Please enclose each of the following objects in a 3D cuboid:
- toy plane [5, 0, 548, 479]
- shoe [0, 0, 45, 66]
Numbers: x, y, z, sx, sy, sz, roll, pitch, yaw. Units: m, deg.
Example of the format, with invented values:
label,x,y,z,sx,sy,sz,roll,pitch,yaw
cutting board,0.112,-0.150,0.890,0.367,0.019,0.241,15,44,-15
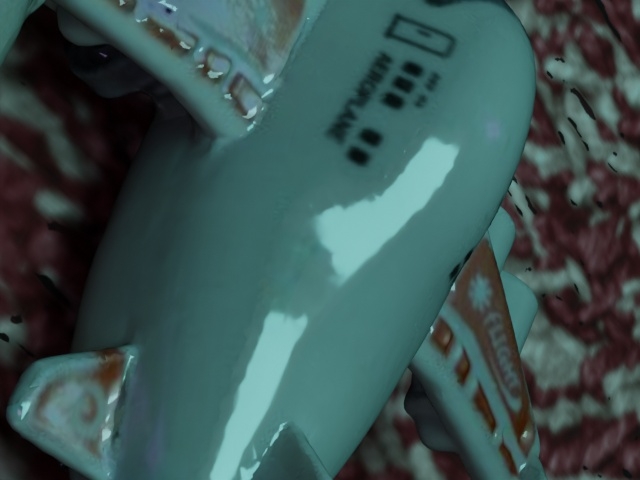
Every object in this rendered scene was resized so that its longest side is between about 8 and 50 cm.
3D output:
label,x,y,z,sx,sy,sz,roll,pitch,yaw
toy plane,-0.003,0.000,0.525,0.252,0.118,0.252,13,73,-50
shoe,-0.076,-0.175,0.425,0.198,0.172,0.351,15,75,-50
